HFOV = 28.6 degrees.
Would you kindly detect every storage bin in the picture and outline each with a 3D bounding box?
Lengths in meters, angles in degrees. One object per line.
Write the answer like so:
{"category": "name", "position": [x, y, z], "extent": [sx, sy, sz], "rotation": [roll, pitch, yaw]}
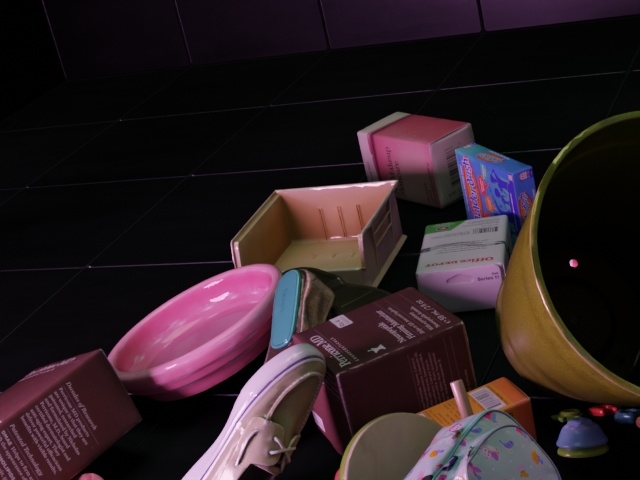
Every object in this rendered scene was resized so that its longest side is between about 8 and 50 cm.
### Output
{"category": "storage bin", "position": [0.000, 0.000, 2.375], "extent": [0.262, 0.123, 0.260], "rotation": [-3, 24, 22]}

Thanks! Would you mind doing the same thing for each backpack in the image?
{"category": "backpack", "position": [0.197, 0.291, 1.475], "extent": [0.144, 0.166, 0.188], "rotation": [-39, 6, 38]}

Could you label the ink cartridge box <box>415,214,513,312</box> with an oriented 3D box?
{"category": "ink cartridge box", "position": [0.253, 0.042, 2.179], "extent": [0.153, 0.087, 0.208], "rotation": [-7, 22, 14]}

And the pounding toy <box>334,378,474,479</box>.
{"category": "pounding toy", "position": [0.109, 0.305, 1.580], "extent": [0.236, 0.183, 0.110], "rotation": [-24, -7, -32]}

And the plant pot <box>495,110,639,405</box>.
{"category": "plant pot", "position": [0.394, 0.066, 1.649], "extent": [0.366, 0.367, 0.353], "rotation": [-20, -13, -15]}

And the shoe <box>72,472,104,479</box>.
{"category": "shoe", "position": [-0.306, 0.366, 1.754], "extent": [0.178, 0.064, 0.081], "rotation": [-6, 27, 32]}

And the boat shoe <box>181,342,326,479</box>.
{"category": "boat shoe", "position": [-0.079, 0.278, 1.673], "extent": [0.094, 0.109, 0.302], "rotation": [38, 94, 42]}

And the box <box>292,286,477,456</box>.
{"category": "box", "position": [0.097, 0.196, 1.796], "extent": [0.203, 0.167, 0.168], "rotation": [-21, 23, -17]}

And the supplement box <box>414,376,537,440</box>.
{"category": "supplement box", "position": [0.172, 0.270, 1.700], "extent": [0.233, 0.078, 0.080], "rotation": [-20, 26, -13]}

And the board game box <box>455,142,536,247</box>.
{"category": "board game box", "position": [0.331, -0.082, 2.334], "extent": [0.047, 0.160, 0.210], "rotation": [-21, 23, -17]}

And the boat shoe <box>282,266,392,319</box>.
{"category": "boat shoe", "position": [0.046, 0.134, 2.067], "extent": [0.110, 0.105, 0.307], "rotation": [-15, 24, -30]}

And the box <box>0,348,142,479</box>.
{"category": "box", "position": [-0.460, 0.317, 1.805], "extent": [0.191, 0.143, 0.381], "rotation": [-19, 12, 42]}

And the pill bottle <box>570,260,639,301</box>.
{"category": "pill bottle", "position": [0.539, 0.048, 1.887], "extent": [0.318, 0.176, 0.176], "rotation": [7, 30, 41]}

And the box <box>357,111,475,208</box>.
{"category": "box", "position": [0.207, -0.171, 2.629], "extent": [0.126, 0.149, 0.232], "rotation": [-28, 26, -30]}

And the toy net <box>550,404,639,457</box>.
{"category": "toy net", "position": [0.427, 0.245, 1.669], "extent": [0.232, 0.045, 0.122], "rotation": [-7, 2, 7]}

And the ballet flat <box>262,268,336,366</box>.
{"category": "ballet flat", "position": [-0.033, 0.194, 1.915], "extent": [0.107, 0.106, 0.316], "rotation": [-18, 49, 47]}

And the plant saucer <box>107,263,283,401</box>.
{"category": "plant saucer", "position": [-0.194, 0.160, 2.079], "extent": [0.332, 0.084, 0.332], "rotation": [-25, 18, 9]}
